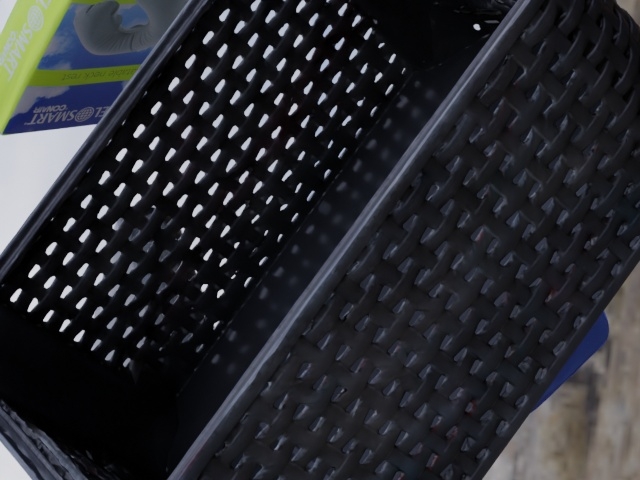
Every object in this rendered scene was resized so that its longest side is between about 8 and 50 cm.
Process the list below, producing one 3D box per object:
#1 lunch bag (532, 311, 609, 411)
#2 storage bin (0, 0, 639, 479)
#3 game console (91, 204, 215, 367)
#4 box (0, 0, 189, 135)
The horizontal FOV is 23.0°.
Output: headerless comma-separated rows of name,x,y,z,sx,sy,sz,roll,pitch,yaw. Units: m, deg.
lunch bag,0.118,0.052,0.902,0.098,0.065,0.067,-42,-70,-21
storage bin,0.000,0.000,0.418,0.084,0.122,0.180,37,-93,-39
game console,-0.077,0.223,0.749,0.386,0.060,0.342,-115,29,-48
box,-0.127,-0.125,0.913,0.109,0.042,0.178,-11,-32,-45
